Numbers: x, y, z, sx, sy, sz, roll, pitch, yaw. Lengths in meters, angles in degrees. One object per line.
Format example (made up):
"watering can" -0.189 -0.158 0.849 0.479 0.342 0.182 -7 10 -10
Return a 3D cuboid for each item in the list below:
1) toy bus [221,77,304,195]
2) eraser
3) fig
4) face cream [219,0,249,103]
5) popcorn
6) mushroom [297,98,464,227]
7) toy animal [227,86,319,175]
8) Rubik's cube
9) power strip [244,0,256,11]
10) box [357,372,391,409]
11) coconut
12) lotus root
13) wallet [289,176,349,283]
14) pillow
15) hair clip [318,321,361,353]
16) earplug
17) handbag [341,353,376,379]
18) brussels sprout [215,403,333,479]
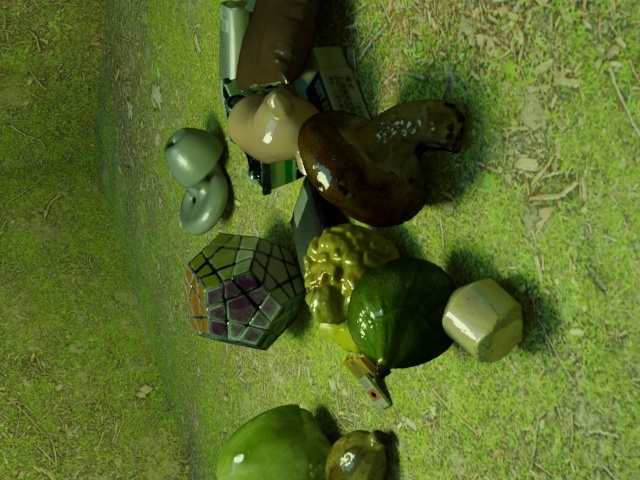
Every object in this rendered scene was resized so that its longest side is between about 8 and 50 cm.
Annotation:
"toy bus" -0.121 -0.258 1.711 0.134 0.164 0.276 94 154 -57
"eraser" 0.033 -0.244 1.499 0.124 0.081 0.279 -49 56 57
"fig" 0.142 0.146 1.228 0.235 0.203 0.203 -78 -9 -66
"face cream" -0.230 -0.485 1.944 0.107 0.073 0.269 -128 37 -52
"popcorn" 0.058 0.078 1.436 0.226 0.203 0.200 58 161 2
"mushroom" 0.092 -0.147 1.274 0.267 0.254 0.267 44 172 7
"toy animal" -0.094 -0.229 1.483 0.166 0.154 0.250 43 165 -28
"Rubik's cube" -0.197 0.132 1.886 0.319 0.319 0.264 -14 62 64
"power strip" -0.140 -0.645 1.740 0.137 0.044 0.216 39 134 52
"box" 0.115 0.325 1.590 0.083 0.012 0.046 51 149 5
"coconut" 0.251 0.121 1.163 0.122 0.116 0.116 48 140 38
"lotus root" 0.085 0.486 1.627 0.138 0.138 0.214 56 134 39
"wallet" 0.000 0.000 1.688 0.221 0.071 0.262 110 144 -53
"pillow" -0.078 -0.462 1.539 0.308 0.108 0.305 20 93 65
"hair clip" 0.052 0.211 1.670 0.173 0.046 0.072 11 113 60
"earplug" -0.375 -0.179 2.230 0.214 0.175 0.325 19 116 53
"handbag" 0.089 0.274 1.613 0.061 0.027 0.083 49 152 -7
"brussels sprout" -0.098 0.564 1.838 0.247 0.328 0.328 -96 10 -59
